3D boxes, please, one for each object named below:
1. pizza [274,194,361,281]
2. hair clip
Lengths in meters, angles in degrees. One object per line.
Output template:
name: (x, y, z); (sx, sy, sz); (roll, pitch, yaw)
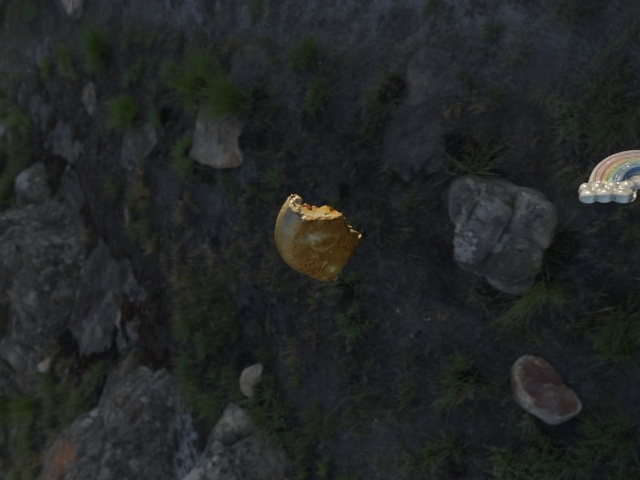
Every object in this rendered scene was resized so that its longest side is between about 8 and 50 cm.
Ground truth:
pizza: (-0.006, 0.001, 0.826); (0.134, 0.271, 0.056); (-31, 60, 9)
hair clip: (0.573, -0.102, 0.851); (0.220, 0.054, 0.140); (8, 52, 24)
